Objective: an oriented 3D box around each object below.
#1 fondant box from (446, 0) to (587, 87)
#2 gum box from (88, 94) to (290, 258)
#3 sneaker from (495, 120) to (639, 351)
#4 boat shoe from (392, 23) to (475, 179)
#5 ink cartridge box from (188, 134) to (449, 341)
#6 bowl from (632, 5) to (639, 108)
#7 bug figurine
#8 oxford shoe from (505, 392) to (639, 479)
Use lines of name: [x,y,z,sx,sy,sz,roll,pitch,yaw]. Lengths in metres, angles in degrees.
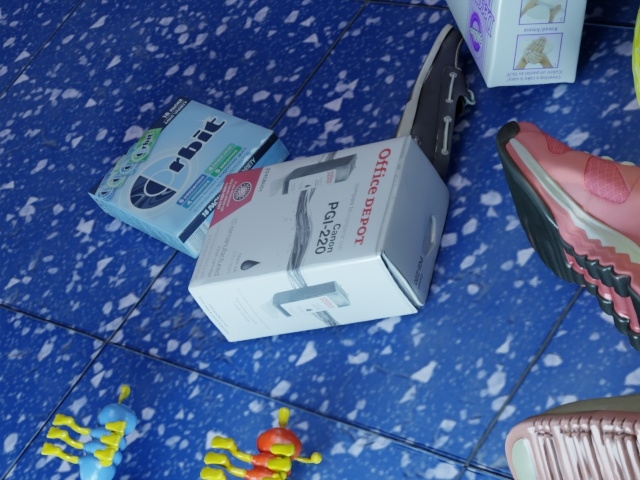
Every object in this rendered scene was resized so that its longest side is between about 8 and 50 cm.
fondant box: [0.191,-0.350,1.734,0.096,0.330,0.238,-6,38,-9]
gum box: [-0.145,-0.073,1.939,0.157,0.041,0.184,-49,40,-15]
sneaker: [0.267,-0.016,1.528,0.136,0.116,0.314,-31,44,-8]
boat shoe: [0.121,-0.136,1.802,0.065,0.075,0.206,22,49,0]
ink cartridge box: [0.000,0.000,1.711,0.218,0.092,0.158,-9,45,28]
bowl: [0.378,-0.129,1.471,0.289,0.289,0.156,-50,-2,-17]
bug figurine: [-0.140,0.237,1.590,0.279,0.072,0.216,5,60,35]
oxford shoe: [0.326,0.159,1.287,0.397,0.140,0.146,3,32,35]
